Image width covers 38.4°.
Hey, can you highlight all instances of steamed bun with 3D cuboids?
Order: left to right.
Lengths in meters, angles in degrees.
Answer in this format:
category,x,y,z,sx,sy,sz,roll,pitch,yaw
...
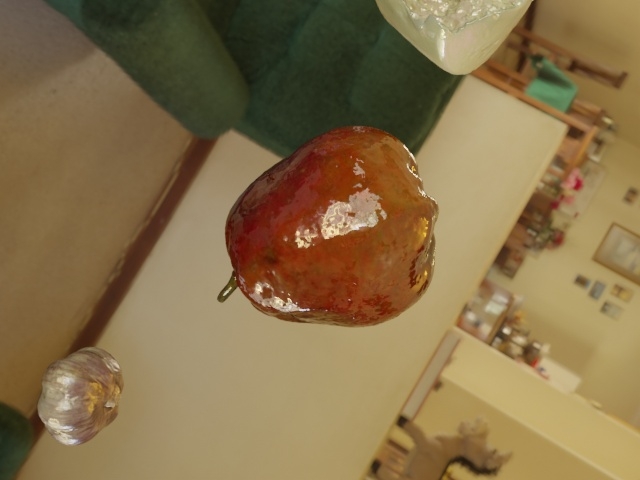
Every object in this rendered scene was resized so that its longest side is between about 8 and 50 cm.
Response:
category,x,y,z,sx,sy,sz,roll,pitch,yaw
steamed bun,0.178,-0.356,1.295,0.170,0.225,0.200,0,129,-38

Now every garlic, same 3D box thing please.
category,x,y,z,sx,sy,sz,roll,pitch,yaw
garlic,-0.344,0.228,1.346,0.159,0.102,0.147,73,34,-66

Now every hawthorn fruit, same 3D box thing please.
category,x,y,z,sx,sy,sz,roll,pitch,yaw
hawthorn fruit,0.000,0.000,1.028,0.260,0.224,0.224,-21,159,-9
